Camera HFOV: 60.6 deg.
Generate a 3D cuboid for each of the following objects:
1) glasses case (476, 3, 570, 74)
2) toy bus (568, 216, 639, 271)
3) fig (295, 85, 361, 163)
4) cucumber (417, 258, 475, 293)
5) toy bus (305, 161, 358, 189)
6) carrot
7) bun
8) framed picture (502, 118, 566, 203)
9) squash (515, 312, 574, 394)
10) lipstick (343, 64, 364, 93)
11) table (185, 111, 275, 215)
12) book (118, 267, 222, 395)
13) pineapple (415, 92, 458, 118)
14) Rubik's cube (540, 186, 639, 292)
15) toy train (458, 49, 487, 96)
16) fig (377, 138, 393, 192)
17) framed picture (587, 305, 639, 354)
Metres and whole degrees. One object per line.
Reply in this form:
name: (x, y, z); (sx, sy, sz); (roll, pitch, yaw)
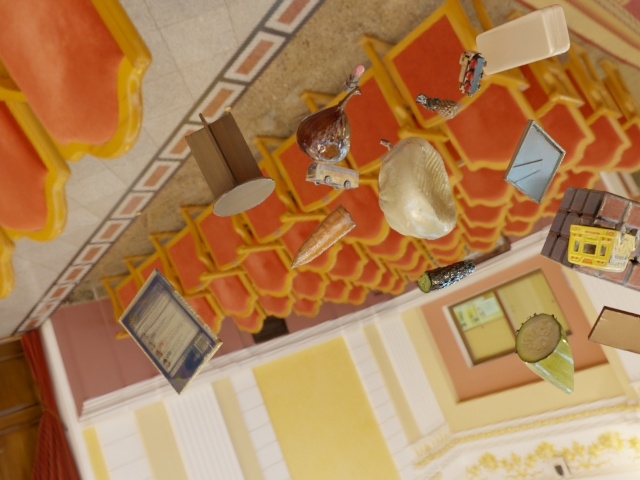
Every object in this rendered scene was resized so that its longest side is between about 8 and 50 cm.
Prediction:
glasses case: (0.625, -0.622, 1.720); (0.076, 0.144, 0.336); (-22, -166, -14)
toy bus: (0.878, 0.019, 1.699); (0.144, 0.152, 0.330); (11, -176, 39)
fig: (0.052, -0.448, 2.063); (0.217, 0.217, 0.320); (-5, 135, -54)
cucumber: (0.413, 0.117, 1.744); (0.211, 0.062, 0.078); (-10, 146, -29)
toy bus: (0.058, -0.292, 2.490); (0.268, 0.106, 0.092); (7, 176, -40)
carrot: (0.000, 0.000, 1.376); (0.205, 0.072, 0.072); (-44, 165, 5)
bun: (0.194, -0.097, 1.154); (0.133, 0.231, 0.231); (-21, 170, 31)
framed picture: (0.662, -0.234, 1.688); (0.265, 0.018, 0.192); (20, 95, -45)
squash: (0.773, 0.370, 1.775); (0.260, 0.189, 0.189); (33, 138, -22)
lipstick: (0.136, -0.632, 2.130); (0.053, 0.053, 0.234); (-21, -179, -9)
table: (-0.236, -0.199, 1.369); (0.167, 0.226, 0.167); (-26, 166, -7)
book: (-0.454, 0.270, 1.637); (0.228, 0.322, 0.018); (-51, 160, 15)
pineapple: (0.432, -0.508, 2.046); (0.074, 0.159, 0.074); (-47, 152, -35)
Rubik's cube: (1.055, -0.009, 2.033); (0.304, 0.305, 0.301); (20, -173, -4)
toy train: (0.478, -0.534, 1.751); (0.050, 0.087, 0.138); (-9, 124, -24)
fig: (0.239, -0.190, 1.544); (0.149, 0.148, 0.202); (-26, 154, -27)
framed picture: (0.911, 0.270, 1.639); (0.023, 0.169, 0.127); (-61, 163, -57)
